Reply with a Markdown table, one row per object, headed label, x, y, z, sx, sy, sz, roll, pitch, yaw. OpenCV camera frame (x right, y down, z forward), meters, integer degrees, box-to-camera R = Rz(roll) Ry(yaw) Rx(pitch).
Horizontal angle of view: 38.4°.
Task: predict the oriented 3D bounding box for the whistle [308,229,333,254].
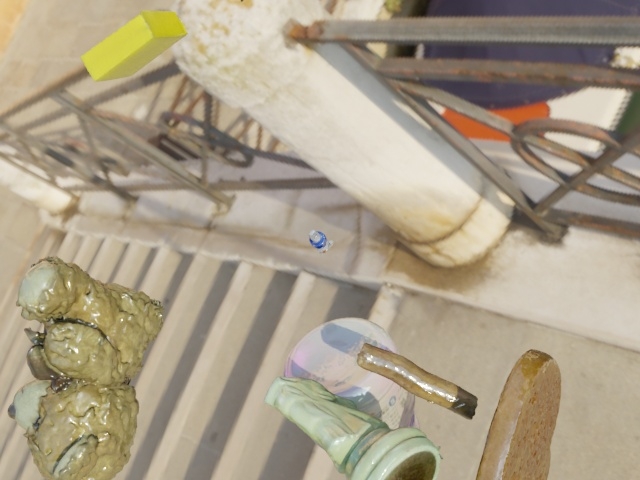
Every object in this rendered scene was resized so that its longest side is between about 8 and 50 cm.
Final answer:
| label | x | y | z | sx | sy | sz | roll | pitch | yaw |
| --- | --- | --- | --- | --- | --- | --- | --- | --- | --- |
| whistle | 0.000 | 0.000 | 1.556 | 0.033 | 0.083 | 0.029 | -48 | 63 | -2 |

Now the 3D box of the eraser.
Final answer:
| label | x | y | z | sx | sy | sz | roll | pitch | yaw |
| --- | --- | --- | --- | --- | --- | --- | --- | --- | --- |
| eraser | -0.263 | -0.277 | 1.303 | 0.122 | 0.097 | 0.045 | -28 | 91 | 28 |

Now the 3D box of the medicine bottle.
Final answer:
| label | x | y | z | sx | sy | sz | roll | pitch | yaw |
| --- | --- | --- | --- | --- | --- | --- | --- | --- | --- |
| medicine bottle | 0.077 | 0.335 | 1.901 | 0.241 | 0.302 | 0.241 | -15 | 39 | 13 |

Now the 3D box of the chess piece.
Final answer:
| label | x | y | z | sx | sy | sz | roll | pitch | yaw |
| --- | --- | --- | --- | --- | --- | --- | --- | --- | --- |
| chess piece | 0.044 | 0.326 | 1.548 | 0.298 | 0.176 | 0.175 | 35 | 92 | 39 |

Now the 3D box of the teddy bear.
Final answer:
| label | x | y | z | sx | sy | sz | roll | pitch | yaw |
| --- | --- | --- | --- | --- | --- | --- | --- | --- | --- |
| teddy bear | -0.281 | 0.167 | 1.087 | 0.267 | 0.156 | 0.256 | 121 | 159 | -76 |

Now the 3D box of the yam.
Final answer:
| label | x | y | z | sx | sy | sz | roll | pitch | yaw |
| --- | --- | --- | --- | --- | --- | --- | --- | --- | --- |
| yam | 0.175 | 0.253 | 1.660 | 0.056 | 0.241 | 0.057 | -63 | 3 | 7 |

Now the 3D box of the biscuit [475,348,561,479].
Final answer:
| label | x | y | z | sx | sy | sz | roll | pitch | yaw |
| --- | --- | --- | --- | --- | --- | --- | --- | --- | --- |
| biscuit | 0.344 | 0.377 | 1.614 | 0.063 | 0.314 | 0.367 | 12 | 75 | 28 |
